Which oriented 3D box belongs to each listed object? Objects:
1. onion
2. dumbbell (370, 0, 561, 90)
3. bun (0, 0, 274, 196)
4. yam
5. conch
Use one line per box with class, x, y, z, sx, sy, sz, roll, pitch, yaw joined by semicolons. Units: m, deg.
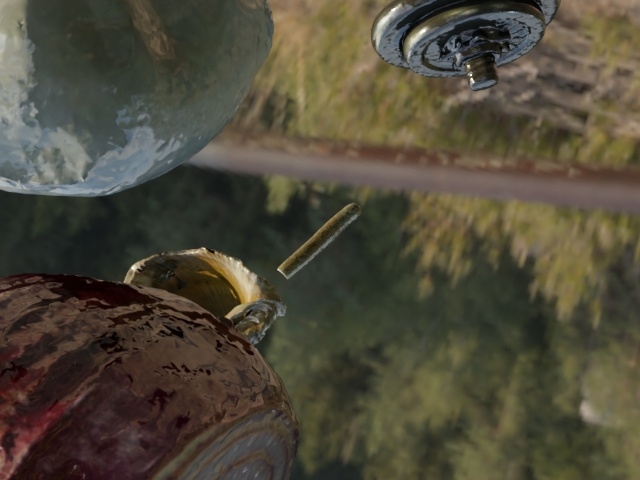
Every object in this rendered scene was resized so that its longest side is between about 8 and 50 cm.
onion;-0.174;0.149;0.914;0.260;0.282;0.336;33;163;19
dumbbell;0.131;-0.284;1.456;0.192;0.289;0.192;-10;162;-3
bun;-0.204;-0.192;1.158;0.355;0.354;0.194;16;136;7
yam;0.000;0.000;1.619;0.021;0.116;0.021;48;173;8
conch;-0.131;0.083;1.439;0.207;0.130;0.155;-28;97;31
